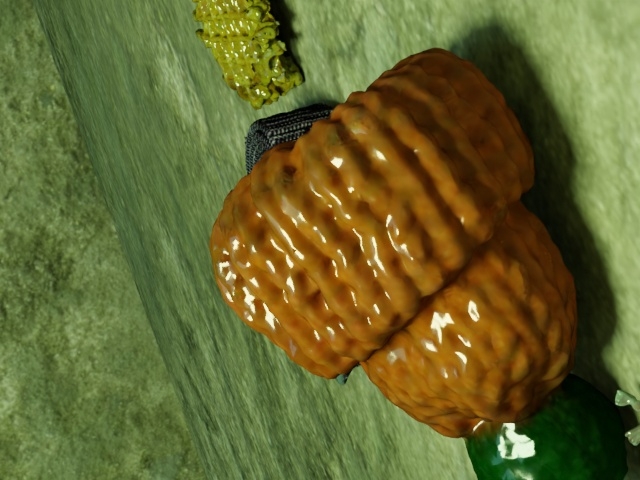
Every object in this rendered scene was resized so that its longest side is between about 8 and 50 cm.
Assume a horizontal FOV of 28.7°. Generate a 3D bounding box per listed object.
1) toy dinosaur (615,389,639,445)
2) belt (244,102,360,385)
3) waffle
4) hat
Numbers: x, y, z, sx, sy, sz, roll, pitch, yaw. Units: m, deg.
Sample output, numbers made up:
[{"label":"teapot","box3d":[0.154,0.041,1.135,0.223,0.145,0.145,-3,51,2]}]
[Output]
[{"label":"toy dinosaur","box3d":[0.271,0.140,0.965,0.108,0.032,0.220,-159,51,-70]},{"label":"belt","box3d":[0.000,0.000,1.442,0.260,0.122,0.325,-125,24,-54]},{"label":"waffle","box3d":[-0.086,-0.254,1.469,0.197,0.070,0.193,51,156,36]},{"label":"hat","box3d":[0.103,0.067,1.015,0.400,0.285,0.285,54,160,7]}]
